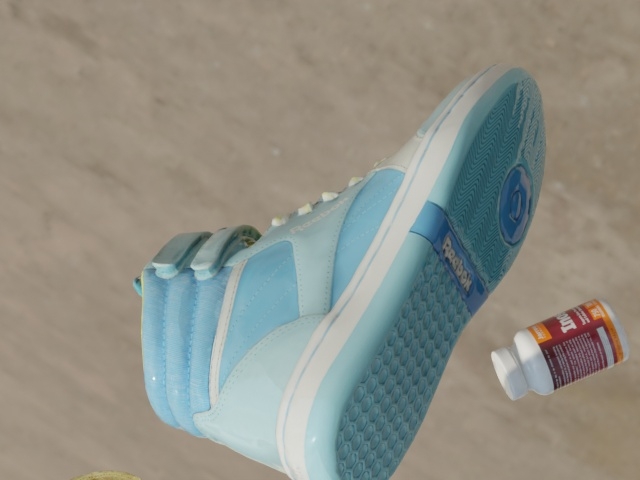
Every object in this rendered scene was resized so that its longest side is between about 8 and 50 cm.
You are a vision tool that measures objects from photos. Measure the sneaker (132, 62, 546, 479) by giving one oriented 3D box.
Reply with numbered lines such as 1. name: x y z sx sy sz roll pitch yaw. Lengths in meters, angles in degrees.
1. sneaker: 0.000 0.000 1.059 0.208 0.319 0.127 11 143 34

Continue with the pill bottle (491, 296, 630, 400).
1. pill bottle: 0.288 0.134 2.026 0.086 0.152 0.086 157 90 -84

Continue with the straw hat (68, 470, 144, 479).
1. straw hat: -0.179 0.261 1.349 0.144 0.144 0.061 18 147 34
